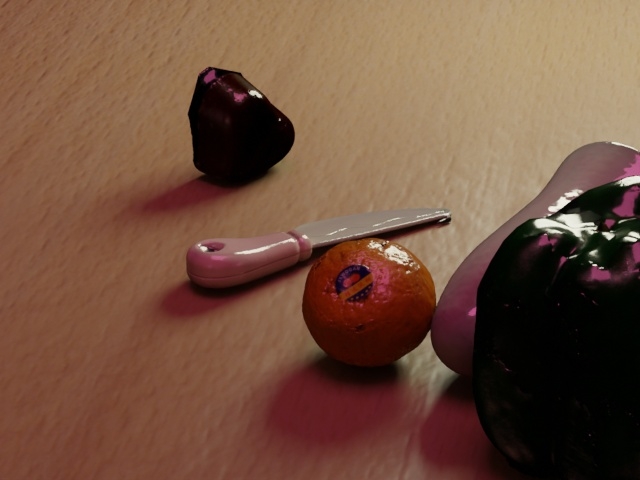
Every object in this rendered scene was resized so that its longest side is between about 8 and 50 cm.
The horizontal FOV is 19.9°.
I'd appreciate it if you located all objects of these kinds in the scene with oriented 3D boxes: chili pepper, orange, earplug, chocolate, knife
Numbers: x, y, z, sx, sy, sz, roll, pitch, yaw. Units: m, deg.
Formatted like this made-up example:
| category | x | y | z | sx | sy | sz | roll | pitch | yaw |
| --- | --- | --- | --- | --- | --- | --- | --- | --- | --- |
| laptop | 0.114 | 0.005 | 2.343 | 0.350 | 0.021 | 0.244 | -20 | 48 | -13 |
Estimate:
| category | x | y | z | sx | sy | sz | roll | pitch | yaw |
| --- | --- | --- | --- | --- | --- | --- | --- | --- | --- |
| chili pepper | 0.271 | 0.086 | 1.627 | 0.233 | 0.256 | 0.249 | 19 | 36 | 41 |
| orange | 0.050 | 0.063 | 1.806 | 0.136 | 0.117 | 0.135 | -8 | 67 | 20 |
| earplug | 0.222 | 0.041 | 1.818 | 0.172 | 0.172 | 0.301 | 22 | 42 | 35 |
| chocolate | -0.094 | -0.130 | 2.160 | 0.080 | 0.148 | 0.125 | 24 | 75 | 37 |
| knife | -0.002 | -0.001 | 2.025 | 0.336 | 0.043 | 0.081 | -12 | 23 | -33 |
